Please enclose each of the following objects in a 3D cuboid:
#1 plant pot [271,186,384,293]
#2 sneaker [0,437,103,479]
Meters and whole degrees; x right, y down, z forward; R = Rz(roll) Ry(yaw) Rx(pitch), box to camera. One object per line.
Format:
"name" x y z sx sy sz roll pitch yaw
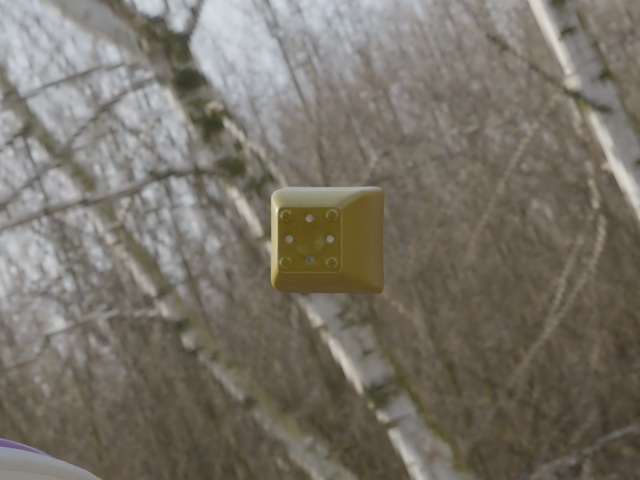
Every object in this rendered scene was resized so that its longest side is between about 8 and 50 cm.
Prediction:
"plant pot" 0.000 0.000 1.087 0.081 0.081 0.083 0 0 12
"sneaker" -0.197 0.150 0.596 0.305 0.152 0.114 16 -33 -41
